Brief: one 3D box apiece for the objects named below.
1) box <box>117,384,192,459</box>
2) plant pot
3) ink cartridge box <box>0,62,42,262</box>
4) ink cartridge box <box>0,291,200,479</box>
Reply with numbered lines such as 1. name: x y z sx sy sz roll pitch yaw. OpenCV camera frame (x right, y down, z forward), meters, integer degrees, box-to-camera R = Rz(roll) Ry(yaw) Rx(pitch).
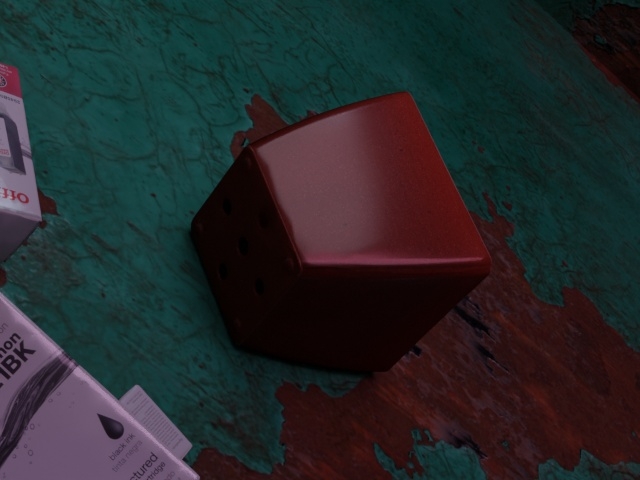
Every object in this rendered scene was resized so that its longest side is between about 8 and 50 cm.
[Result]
1. box: -0.202 0.216 1.369 0.087 0.101 0.102 49 33 -2
2. plant pot: 0.000 0.000 1.701 0.236 0.267 0.267 -5 60 -35
3. ink cartridge box: -0.393 -0.098 1.469 0.158 0.092 0.218 15 48 -40
4. ink cartridge box: -0.275 0.189 1.219 0.273 0.114 0.197 44 72 -5
